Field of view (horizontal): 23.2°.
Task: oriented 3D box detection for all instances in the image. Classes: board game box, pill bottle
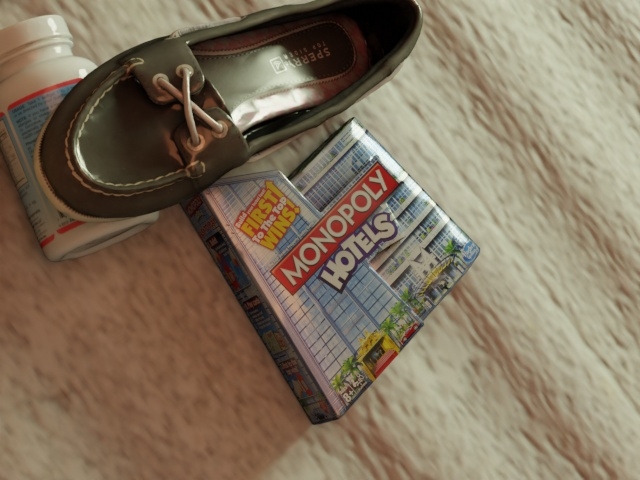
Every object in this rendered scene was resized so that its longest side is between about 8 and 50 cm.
[{"bbox_3d":[0.000,0.000,1.159,0.194,0.060,0.194,46,68,-6],"label":"board game box"},{"bbox_3d":[-0.181,-0.072,1.093,0.087,0.087,0.160,-21,86,-23],"label":"pill bottle"}]

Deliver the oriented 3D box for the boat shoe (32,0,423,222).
[{"bbox_3d":[-0.055,-0.112,1.089,0.335,0.095,0.112,-29,89,-43],"label":"boat shoe"}]
